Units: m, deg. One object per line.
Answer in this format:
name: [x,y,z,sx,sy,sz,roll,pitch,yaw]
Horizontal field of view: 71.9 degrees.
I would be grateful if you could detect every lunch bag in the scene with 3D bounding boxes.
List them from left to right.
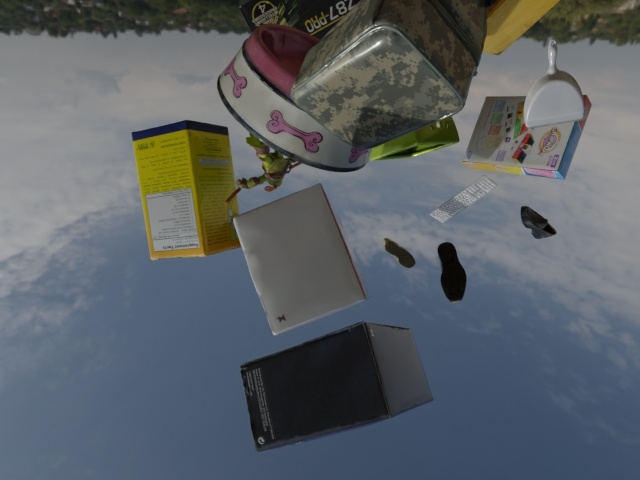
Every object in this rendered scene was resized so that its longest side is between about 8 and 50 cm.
lunch bag: [0.127,-0.335,0.764,0.213,0.256,0.305,29,159,-26]

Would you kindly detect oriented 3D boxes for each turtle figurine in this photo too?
turtle figurine: [-0.132,-0.193,1.131,0.270,0.217,0.087,-29,-115,-14]

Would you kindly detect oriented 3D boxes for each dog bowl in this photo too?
dog bowl: [-0.022,-0.349,1.038,0.408,0.150,0.408,21,-142,-18]

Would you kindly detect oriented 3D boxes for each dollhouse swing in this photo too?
dollhouse swing: [0.475,-0.787,1.296,0.305,0.315,0.346,23,-120,-17]

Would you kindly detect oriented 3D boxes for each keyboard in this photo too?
keyboard: [0.510,-0.143,1.581,0.072,0.256,0.014,32,-135,-19]

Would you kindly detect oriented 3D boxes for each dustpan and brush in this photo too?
dustpan and brush: [0.611,-0.413,1.156,0.147,0.211,0.060,-6,-142,17]

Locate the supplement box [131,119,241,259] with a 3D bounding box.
supplement box: [-0.369,-0.137,1.252,0.194,0.356,0.195,-4,-174,23]

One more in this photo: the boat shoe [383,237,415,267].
boat shoe: [0.291,0.045,1.630,0.153,0.056,0.048,34,-159,-21]

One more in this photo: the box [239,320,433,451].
box: [0.044,0.305,0.937,0.294,0.182,0.296,-25,157,22]

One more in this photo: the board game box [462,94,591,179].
board game box: [0.636,-0.331,1.390,0.064,0.242,0.317,21,179,-43]

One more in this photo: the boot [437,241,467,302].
boot: [0.415,0.121,1.370,0.077,0.137,0.197,-8,-125,18]

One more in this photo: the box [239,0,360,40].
box: [-0.041,-0.772,1.578,0.395,0.318,0.097,-25,-167,7]

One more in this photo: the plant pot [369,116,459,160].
plant pot: [0.298,-0.397,1.482,0.227,0.207,0.228,-11,-177,-37]

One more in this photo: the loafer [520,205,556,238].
loafer: [0.682,-0.061,1.385,0.170,0.062,0.061,30,157,-36]

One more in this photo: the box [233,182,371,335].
box: [-0.015,0.048,0.893,0.168,0.215,0.345,-22,171,5]
